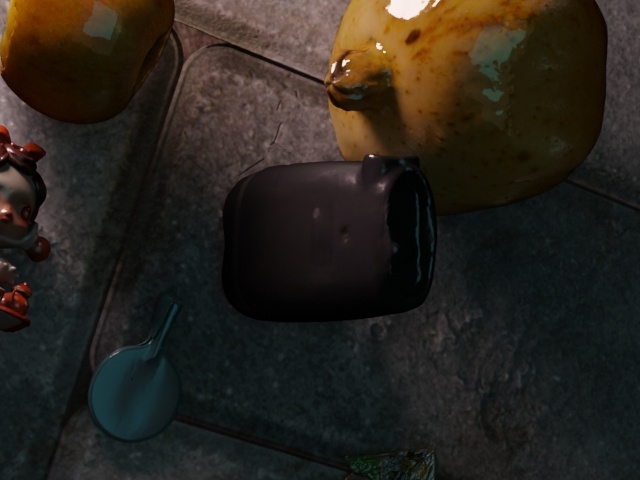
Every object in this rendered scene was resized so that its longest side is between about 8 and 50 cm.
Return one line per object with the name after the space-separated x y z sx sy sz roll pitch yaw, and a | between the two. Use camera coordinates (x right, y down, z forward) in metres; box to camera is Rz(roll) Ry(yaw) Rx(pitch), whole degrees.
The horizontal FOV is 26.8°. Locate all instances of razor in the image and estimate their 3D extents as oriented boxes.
-0.002 0.000 1.682 0.113 0.349 0.204 1 86 -37 | razor

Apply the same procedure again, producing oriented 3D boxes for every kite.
0.081 0.380 1.876 0.244 0.006 0.198 -44 103 -17 | kite

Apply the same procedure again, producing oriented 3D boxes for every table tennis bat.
-0.227 0.166 1.753 0.124 0.033 0.201 23 83 -20 | table tennis bat

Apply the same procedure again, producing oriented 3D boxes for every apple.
-0.297 -0.268 1.647 0.207 0.237 0.237 27 79 -1 | apple

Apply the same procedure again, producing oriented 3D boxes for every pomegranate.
0.167 -0.212 1.723 0.410 0.410 0.410 1 88 -21 | pomegranate

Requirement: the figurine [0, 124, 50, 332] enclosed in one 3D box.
-0.405 -0.029 1.639 0.183 0.160 0.226 27 71 -19 | figurine
